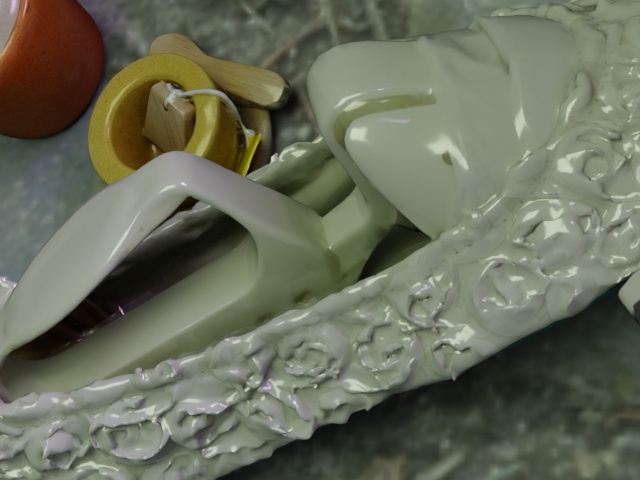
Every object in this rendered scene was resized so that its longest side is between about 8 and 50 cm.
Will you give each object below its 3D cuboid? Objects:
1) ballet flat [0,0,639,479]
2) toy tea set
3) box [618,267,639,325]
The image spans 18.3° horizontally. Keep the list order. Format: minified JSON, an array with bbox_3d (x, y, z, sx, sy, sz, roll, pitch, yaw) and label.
[{"bbox_3d":[0.000,0.000,0.809,0.409,0.147,0.147,-31,64,16],"label":"ballet flat"},{"bbox_3d":[-0.090,-0.176,0.927,0.200,0.124,0.336,15,82,29],"label":"toy tea set"},{"bbox_3d":[0.233,0.096,0.704,0.113,0.094,0.275,-41,61,10],"label":"box"}]
